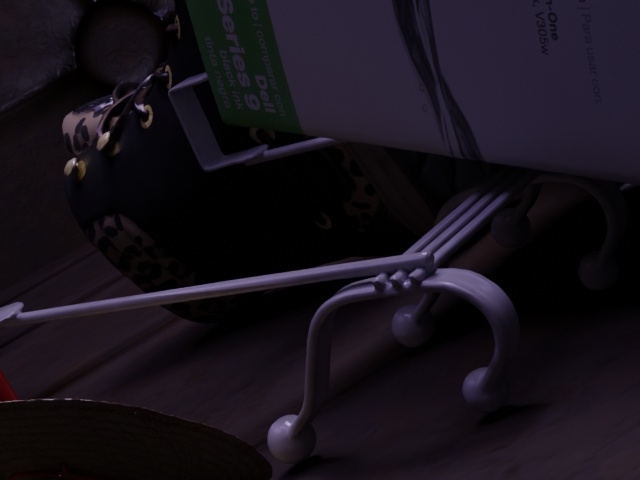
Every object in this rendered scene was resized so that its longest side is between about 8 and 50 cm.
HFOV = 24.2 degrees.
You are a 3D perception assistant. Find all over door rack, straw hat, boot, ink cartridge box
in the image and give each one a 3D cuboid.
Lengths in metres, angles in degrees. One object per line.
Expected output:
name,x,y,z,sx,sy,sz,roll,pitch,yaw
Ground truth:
over door rack,0.000,0.000,0.735,0.324,0.108,0.239,3,26,34
straw hat,-0.094,0.115,0.602,0.144,0.144,0.061,-21,53,43
boot,-0.080,-0.122,0.972,0.284,0.377,0.138,-28,14,45
ink cartridge box,0.104,-0.126,0.674,0.211,0.121,0.289,-28,26,-33

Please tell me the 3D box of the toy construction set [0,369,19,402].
toy construction set,-0.263,0.100,0.659,0.257,0.237,0.309,-24,9,32
